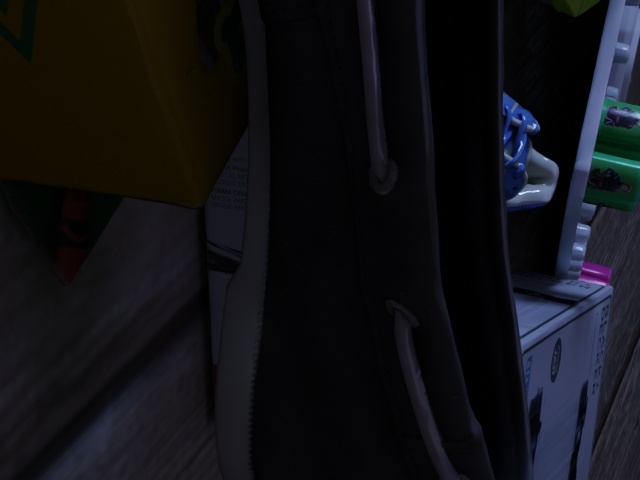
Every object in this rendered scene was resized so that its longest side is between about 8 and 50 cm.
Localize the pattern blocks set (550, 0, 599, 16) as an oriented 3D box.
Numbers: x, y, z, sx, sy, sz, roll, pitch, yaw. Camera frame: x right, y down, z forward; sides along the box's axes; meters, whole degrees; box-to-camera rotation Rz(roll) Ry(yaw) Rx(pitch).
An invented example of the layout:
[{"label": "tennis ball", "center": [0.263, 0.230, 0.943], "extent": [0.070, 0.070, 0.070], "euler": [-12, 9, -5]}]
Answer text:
[{"label": "pattern blocks set", "center": [0.160, -0.259, 0.748], "extent": [0.325, 0.026, 0.285], "euler": [-41, 141, -22]}]

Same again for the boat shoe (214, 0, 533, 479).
[{"label": "boat shoe", "center": [0.029, -0.060, 0.368], "extent": [0.112, 0.095, 0.335], "euler": [-45, 141, -57]}]

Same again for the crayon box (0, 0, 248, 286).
[{"label": "crayon box", "center": [-0.055, -0.156, 0.368], "extent": [0.318, 0.081, 0.202], "euler": [73, 33, -47]}]

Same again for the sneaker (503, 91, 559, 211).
[{"label": "sneaker", "center": [0.077, -0.069, 0.718], "extent": [0.211, 0.081, 0.080], "euler": [34, 68, -64]}]

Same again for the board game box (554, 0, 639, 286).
[{"label": "board game box", "center": [0.255, -0.149, 1.062], "extent": [0.390, 0.050, 0.390], "euler": [70, 34, -70]}]

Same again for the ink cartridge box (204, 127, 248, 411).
[{"label": "ink cartridge box", "center": [0.000, 0.000, 0.577], "extent": [0.109, 0.063, 0.150], "euler": [-40, 134, -58]}]

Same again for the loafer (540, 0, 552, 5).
[{"label": "loafer", "center": [0.181, -0.283, 0.883], "extent": [0.094, 0.087, 0.251], "euler": [-44, 137, -56]}]

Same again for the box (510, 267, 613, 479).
[{"label": "box", "center": [0.123, 0.119, 0.886], "extent": [0.290, 0.087, 0.169], "euler": [-9, 107, -67]}]
